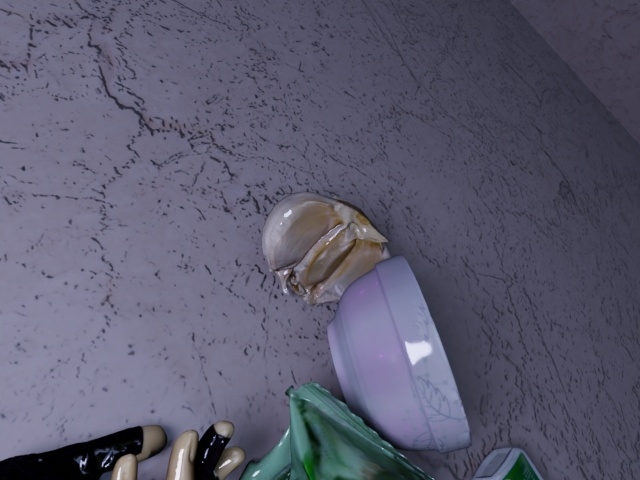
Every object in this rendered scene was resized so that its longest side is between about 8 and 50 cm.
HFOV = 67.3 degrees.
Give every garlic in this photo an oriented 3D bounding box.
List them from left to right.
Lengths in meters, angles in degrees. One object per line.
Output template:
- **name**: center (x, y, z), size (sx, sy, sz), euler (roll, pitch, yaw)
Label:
- **garlic**: center (0.000, 0.000, 0.804), size (0.229, 0.178, 0.143), euler (32, 19, -35)

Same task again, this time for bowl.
- **bowl**: center (0.102, 0.176, 0.711), size (0.143, 0.287, 0.287), euler (-19, 72, 6)

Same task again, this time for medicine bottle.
- **medicine bottle**: center (0.342, 0.453, 0.806), size (0.119, 0.069, 0.183), euler (-26, 82, -40)

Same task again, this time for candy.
- **candy**: center (-0.016, 0.407, 0.560), size (0.262, 0.172, 0.398), euler (33, 65, -7)

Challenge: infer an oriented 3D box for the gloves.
- **gloves**: center (-0.226, 0.273, 0.507), size (0.300, 0.197, 0.153), euler (-19, 111, -20)
